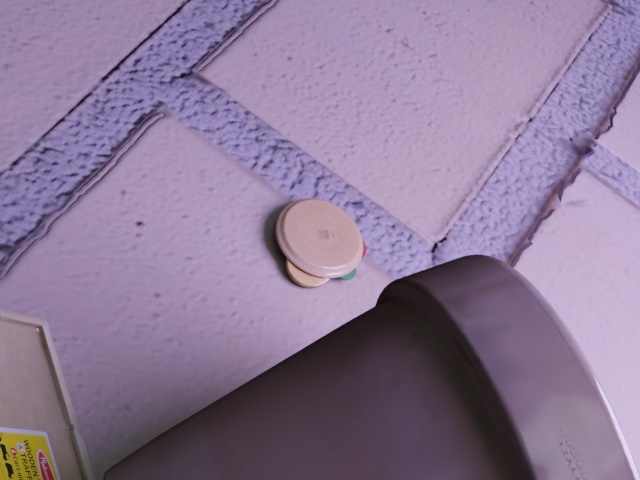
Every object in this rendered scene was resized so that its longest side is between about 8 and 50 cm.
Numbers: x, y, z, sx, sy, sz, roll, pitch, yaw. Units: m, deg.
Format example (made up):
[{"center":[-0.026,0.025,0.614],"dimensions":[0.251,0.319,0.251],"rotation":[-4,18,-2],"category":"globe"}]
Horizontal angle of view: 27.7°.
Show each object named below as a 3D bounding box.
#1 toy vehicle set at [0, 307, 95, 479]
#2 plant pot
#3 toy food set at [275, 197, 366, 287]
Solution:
[{"center":[-0.212,0.161,0.845],"dimensions":[0.166,0.035,0.267],"rotation":[23,40,-57],"category":"toy vehicle set"},{"center":[0.021,0.198,0.836],"dimensions":[0.280,0.323,0.323],"rotation":[-16,65,-14],"category":"plant pot"},{"center":[0.000,0.000,1.116],"dimensions":[0.083,0.020,0.083],"rotation":[-13,64,-31],"category":"toy food set"}]
